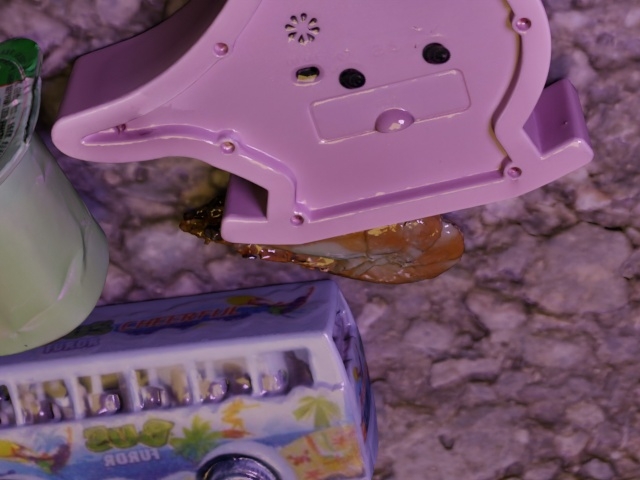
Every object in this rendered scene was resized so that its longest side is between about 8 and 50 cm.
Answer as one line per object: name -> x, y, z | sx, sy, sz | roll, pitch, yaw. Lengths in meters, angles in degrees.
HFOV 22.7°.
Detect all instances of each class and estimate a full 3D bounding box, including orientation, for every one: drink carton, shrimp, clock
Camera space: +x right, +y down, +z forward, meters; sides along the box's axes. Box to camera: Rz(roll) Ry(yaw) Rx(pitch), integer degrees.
drink carton -> -0.205, -0.013, 0.965 | 0.146, 0.144, 0.142 | -15, 132, 14
shrimp -> 0.000, 0.000, 1.020 | 0.184, 0.043, 0.091 | 7, 147, 0
clock -> -0.020, -0.125, 0.904 | 0.290, 0.080, 0.275 | -15, 126, 12

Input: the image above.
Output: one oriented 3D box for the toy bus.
toy bus -> -0.131, 0.116, 1.083 | 0.330, 0.109, 0.136 | -8, 118, 8
